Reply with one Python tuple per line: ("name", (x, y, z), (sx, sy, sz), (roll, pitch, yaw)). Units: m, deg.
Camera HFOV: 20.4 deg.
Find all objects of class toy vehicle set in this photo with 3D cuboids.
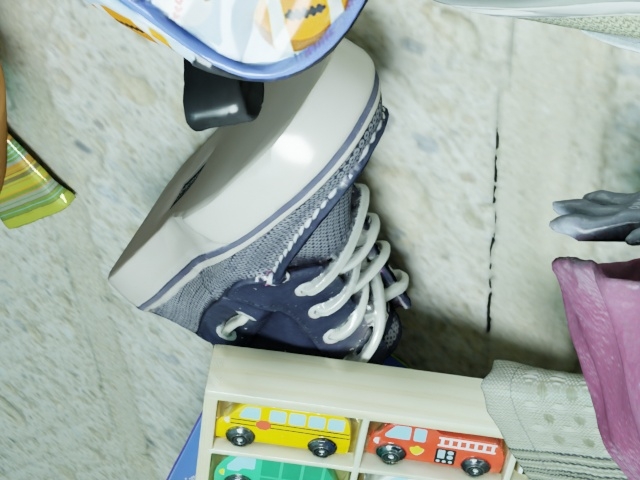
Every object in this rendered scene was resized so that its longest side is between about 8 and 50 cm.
("toy vehicle set", (0.060, 0.143, 1.037), (0.266, 0.035, 0.166), (7, 136, 0))

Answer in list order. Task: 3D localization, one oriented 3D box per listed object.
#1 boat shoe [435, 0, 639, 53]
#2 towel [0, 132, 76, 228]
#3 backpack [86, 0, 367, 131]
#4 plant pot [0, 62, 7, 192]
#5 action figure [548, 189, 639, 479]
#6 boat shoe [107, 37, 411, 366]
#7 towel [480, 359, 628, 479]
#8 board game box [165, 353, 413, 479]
("boat shoe", (0.172, -0.106, 0.614), (0.320, 0.118, 0.103), (8, 177, 42))
("towel", (-0.274, -0.103, 1.261), (0.237, 0.021, 0.102), (48, 148, -18))
("backpack", (-0.057, -0.198, 0.484), (0.263, 0.276, 0.213), (33, -172, 0))
("plant pot", (-0.322, -0.126, 1.025), (0.291, 0.291, 0.203), (31, 137, 16))
("action figure", (0.198, 0.160, 0.755), (0.275, 0.248, 0.370), (-7, 100, 8))
("boat shoe", (0.000, 0.000, 0.988), (0.158, 0.127, 0.340), (34, 161, -9))
("towel", (0.270, 0.156, 0.912), (0.324, 0.056, 0.312), (1, 139, 33))
("board game box", (0.015, 0.188, 1.285), (0.233, 0.078, 0.347), (37, 153, 3))
